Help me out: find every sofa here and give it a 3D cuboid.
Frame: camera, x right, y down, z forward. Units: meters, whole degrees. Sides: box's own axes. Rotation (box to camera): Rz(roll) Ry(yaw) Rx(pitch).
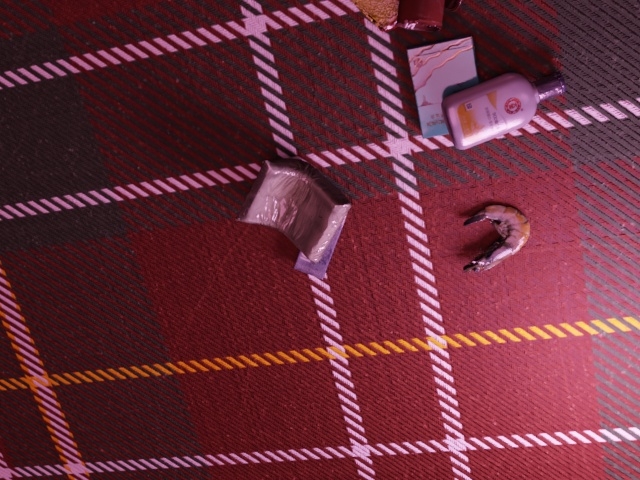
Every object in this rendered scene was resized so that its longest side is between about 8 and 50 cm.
[{"bbox_3d":[-0.065,-0.079,1.952,0.225,0.176,0.210,46,121,24],"label":"sofa"}]

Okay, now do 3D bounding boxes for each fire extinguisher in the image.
[{"bbox_3d":[0.219,-0.644,1.662,0.147,0.106,0.337,3,98,-16],"label":"fire extinguisher"}]

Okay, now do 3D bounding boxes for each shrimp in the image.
[{"bbox_3d":[0.446,-0.006,1.989,0.217,0.051,0.150,-41,97,16],"label":"shrimp"}]

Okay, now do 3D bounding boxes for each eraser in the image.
[{"bbox_3d":[0.000,0.000,2.081,0.091,0.046,0.213,21,116,2],"label":"eraser"}]

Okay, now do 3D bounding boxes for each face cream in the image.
[{"bbox_3d":[0.442,-0.326,1.803,0.291,0.071,0.144,-20,113,3],"label":"face cream"}]

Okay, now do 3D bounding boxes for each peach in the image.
[{"bbox_3d":[0.131,-0.569,1.777,0.172,0.092,0.127,21,109,11],"label":"peach"}]

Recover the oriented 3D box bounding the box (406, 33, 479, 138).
[{"bbox_3d":[0.312,-0.378,1.851,0.161,0.041,0.229,-9,112,14],"label":"box"}]

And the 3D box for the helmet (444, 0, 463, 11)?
[{"bbox_3d":[0.306,-0.595,1.746,0.111,0.057,0.089,53,158,9],"label":"helmet"}]
